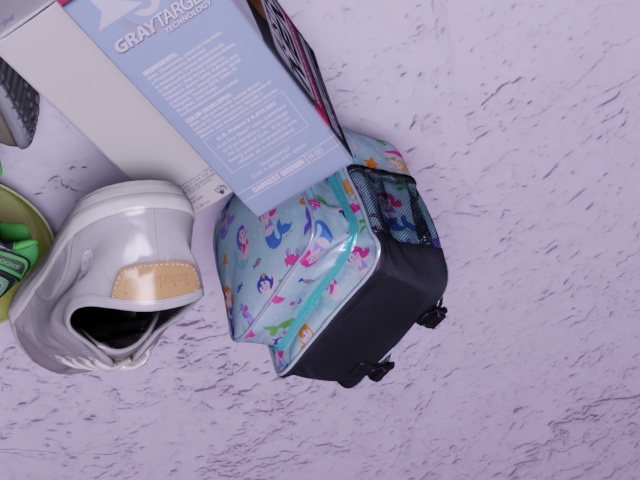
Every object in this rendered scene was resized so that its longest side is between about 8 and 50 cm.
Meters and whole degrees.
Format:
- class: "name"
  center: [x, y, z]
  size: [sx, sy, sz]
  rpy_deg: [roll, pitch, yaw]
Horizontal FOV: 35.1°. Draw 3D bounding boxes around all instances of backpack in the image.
- class: "backpack"
  center: [0.000, 0.000, 1.062]
  size: [0.191, 0.254, 0.225]
  rpy_deg: [18, 128, -26]

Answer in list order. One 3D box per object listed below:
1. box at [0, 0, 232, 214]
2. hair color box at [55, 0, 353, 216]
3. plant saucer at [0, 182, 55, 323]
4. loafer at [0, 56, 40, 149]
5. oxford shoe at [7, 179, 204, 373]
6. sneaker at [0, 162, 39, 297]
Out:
- class: "box"
  center: [-0.184, -0.146, 0.962]
  size: [0.094, 0.113, 0.275]
  rpy_deg: [-30, 136, 12]
- class: "hair color box"
  center: [-0.122, -0.210, 0.866]
  size: [0.113, 0.185, 0.374]
  rpy_deg: [-30, 134, 12]
- class: "plant saucer"
  center: [-0.408, 0.008, 1.088]
  size: [0.241, 0.037, 0.241]
  rpy_deg: [-9, 135, -9]
- class: "loafer"
  center: [-0.334, -0.182, 0.904]
  size: [0.087, 0.094, 0.251]
  rpy_deg: [-13, 132, 11]
- class: "oxford shoe"
  center: [-0.229, 0.084, 1.067]
  size: [0.169, 0.130, 0.449]
  rpy_deg: [-8, 161, -27]
- class: "sneaker"
  center: [-0.389, -0.083, 0.936]
  size: [0.146, 0.134, 0.344]
  rpy_deg: [-34, 121, -11]
